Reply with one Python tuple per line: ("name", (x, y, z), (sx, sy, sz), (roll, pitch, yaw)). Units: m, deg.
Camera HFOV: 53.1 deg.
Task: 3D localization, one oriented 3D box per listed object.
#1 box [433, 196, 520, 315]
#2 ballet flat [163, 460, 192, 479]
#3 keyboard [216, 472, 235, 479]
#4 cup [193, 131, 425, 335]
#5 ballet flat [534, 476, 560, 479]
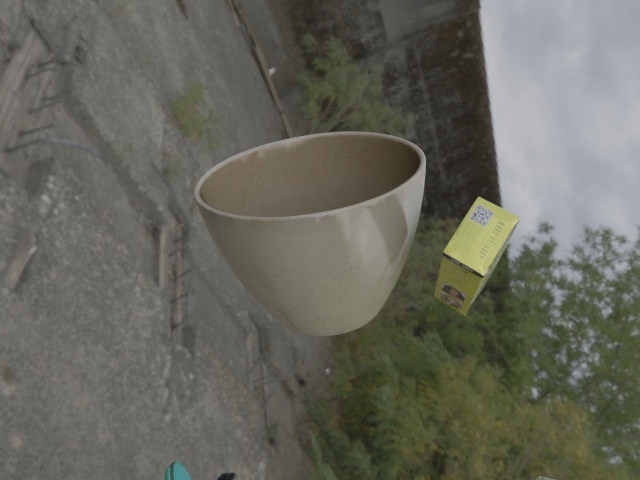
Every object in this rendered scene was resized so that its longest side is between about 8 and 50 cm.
("box", (0.197, 0.029, 0.837), (0.058, 0.087, 0.232), (31, -11, 16))
("ballet flat", (-0.281, 0.582, 1.317), (0.247, 0.087, 0.083), (55, 9, 28))
("keyboard", (-0.282, 0.631, 1.539), (0.023, 0.180, 0.108), (47, -36, -2))
("cup", (0.000, 0.000, 0.965), (0.331, 0.331, 0.237), (-96, 177, -63))
("ballet flat", (0.561, 0.703, 1.690), (0.348, 0.123, 0.123), (88, -9, -55))
